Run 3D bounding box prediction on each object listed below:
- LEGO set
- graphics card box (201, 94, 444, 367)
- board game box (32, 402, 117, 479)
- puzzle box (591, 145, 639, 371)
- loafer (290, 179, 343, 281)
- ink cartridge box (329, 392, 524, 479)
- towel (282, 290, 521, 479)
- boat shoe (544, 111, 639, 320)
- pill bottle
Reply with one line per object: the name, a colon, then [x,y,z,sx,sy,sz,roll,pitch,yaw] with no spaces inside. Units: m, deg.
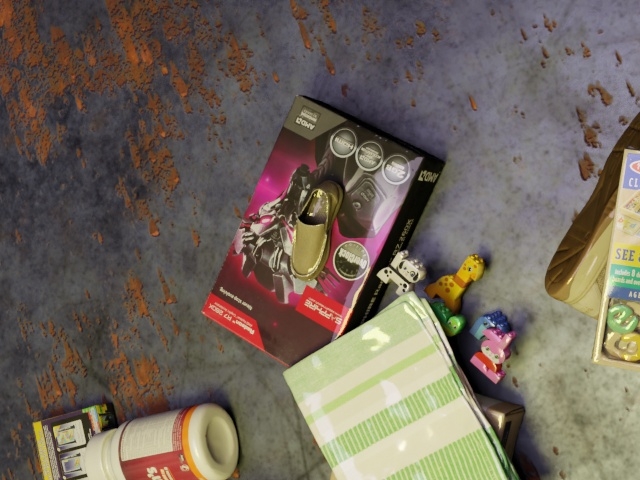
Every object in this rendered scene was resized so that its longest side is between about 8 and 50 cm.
LEGO set: [0.200,0.078,1.665,0.227,0.087,0.093,42,121,21]
graphics card box: [0.000,0.000,1.773,0.232,0.094,0.371,30,101,25]
board game box: [-0.391,0.365,1.985,0.141,0.048,0.170,-17,80,28]
puzzle box: [0.547,0.047,1.439,0.408,0.052,0.272,8,99,13]
loafer: [-0.013,-0.015,1.698,0.056,0.050,0.148,17,96,27]
ink cartridge box: [0.144,0.296,1.689,0.234,0.088,0.193,14,95,28]
towel: [0.110,0.264,1.637,0.248,0.038,0.325,-34,73,22]
boat shoe: [0.420,-0.055,1.558,0.110,0.121,0.341,28,103,-11]
pill bottle: [-0.247,0.328,1.870,0.221,0.121,0.121,-16,81,26]
